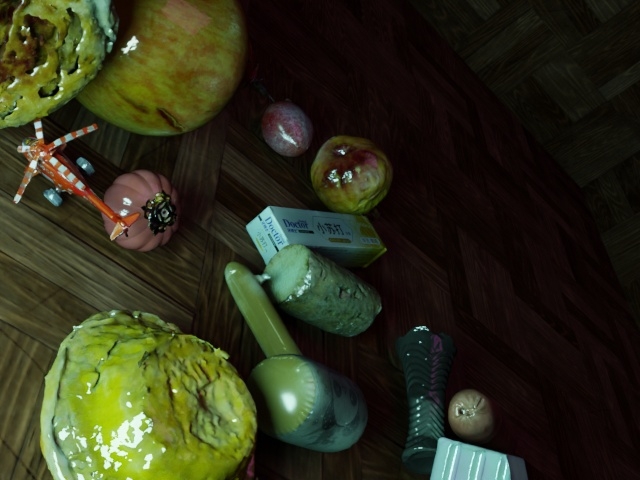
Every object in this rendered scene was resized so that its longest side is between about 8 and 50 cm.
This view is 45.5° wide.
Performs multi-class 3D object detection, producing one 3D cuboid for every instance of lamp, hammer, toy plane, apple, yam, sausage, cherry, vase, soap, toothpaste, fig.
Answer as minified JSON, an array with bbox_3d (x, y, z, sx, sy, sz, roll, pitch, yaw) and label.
[{"bbox_3d":[-0.230,-0.039,0.988,0.107,0.092,0.107,-6,98,-49],"label":"lamp"},{"bbox_3d":[-0.057,0.145,1.053,0.305,0.113,0.202,58,9,33],"label":"hammer"},{"bbox_3d":[-0.285,-0.074,0.910,0.077,0.194,0.126,80,31,-68],"label":"toy plane"},{"bbox_3d":[-0.242,-0.280,1.066,0.264,0.264,0.264,38,32,-29],"label":"apple"},{"bbox_3d":[0.007,0.086,1.205,0.194,0.107,0.107,30,36,-41],"label":"yam"},{"bbox_3d":[0.279,0.318,1.293,0.433,0.088,0.088,50,18,-61],"label":"sausage"},{"bbox_3d":[-0.073,-0.240,1.474,0.107,0.090,0.225,19,34,-31],"label":"cherry"},{"bbox_3d":[0.176,0.269,1.279,0.115,0.115,0.237,40,36,-26],"label":"vase"},{"bbox_3d":[0.225,0.418,1.104,0.091,0.145,0.230,28,73,-47],"label":"soap"},{"bbox_3d":[0.000,0.000,1.336,0.313,0.071,0.089,3,53,-56],"label":"toothpaste"},{"bbox_3d":[0.078,-0.105,1.526,0.257,0.159,0.159,48,21,-57],"label":"fig"}]

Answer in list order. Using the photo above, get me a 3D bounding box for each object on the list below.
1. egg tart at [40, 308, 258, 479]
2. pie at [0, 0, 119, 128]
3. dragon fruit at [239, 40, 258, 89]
[{"bbox_3d":[-0.158,0.193,0.820,0.295,0.116,0.294,40,29,-28],"label":"egg tart"},{"bbox_3d":[-0.341,-0.215,0.787,0.085,0.308,0.308,51,24,25],"label":"pie"},{"bbox_3d":[-0.219,-0.343,1.346,0.246,0.125,0.125,21,54,-22],"label":"dragon fruit"}]
